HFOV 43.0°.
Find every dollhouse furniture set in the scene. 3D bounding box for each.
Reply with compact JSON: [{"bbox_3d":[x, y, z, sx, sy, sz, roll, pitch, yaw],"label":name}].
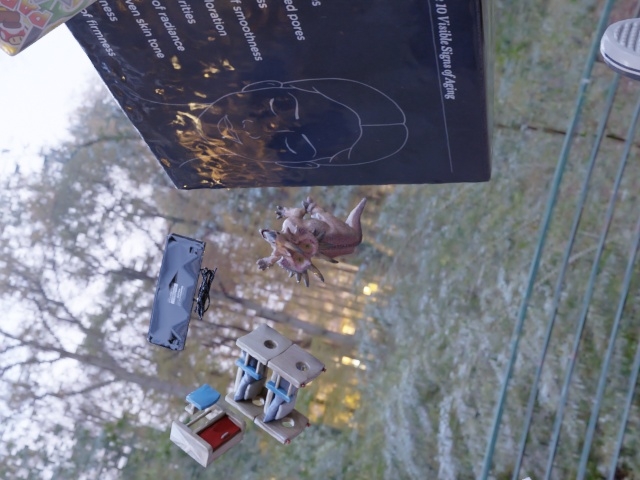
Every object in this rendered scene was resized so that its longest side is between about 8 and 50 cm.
[{"bbox_3d":[-0.104,0.239,1.199,0.183,0.129,0.129,-29,-39,-48],"label":"dollhouse furniture set"}]

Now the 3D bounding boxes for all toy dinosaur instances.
[{"bbox_3d":[0.000,0.000,1.567,0.200,0.295,0.127,19,120,55],"label":"toy dinosaur"}]

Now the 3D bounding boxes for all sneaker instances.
[{"bbox_3d":[0.524,-0.226,1.135,0.128,0.320,0.126,106,159,-45],"label":"sneaker"}]

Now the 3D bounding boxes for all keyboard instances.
[{"bbox_3d":[-0.223,0.089,1.342,0.038,0.100,0.192,-13,-62,-69],"label":"keyboard"}]

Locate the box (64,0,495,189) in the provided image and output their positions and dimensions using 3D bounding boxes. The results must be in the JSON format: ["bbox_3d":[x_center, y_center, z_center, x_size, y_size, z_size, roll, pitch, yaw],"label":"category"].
[{"bbox_3d":[-0.024,-0.307,1.029,0.480,0.471,0.298,67,-152,-59],"label":"box"}]

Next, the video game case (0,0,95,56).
[{"bbox_3d":[-0.252,-0.271,0.631,0.227,0.206,0.026,43,-154,-46],"label":"video game case"}]

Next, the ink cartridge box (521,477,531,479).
[{"bbox_3d":[0.188,0.461,1.062,0.117,0.283,0.207,55,-162,-18],"label":"ink cartridge box"}]
